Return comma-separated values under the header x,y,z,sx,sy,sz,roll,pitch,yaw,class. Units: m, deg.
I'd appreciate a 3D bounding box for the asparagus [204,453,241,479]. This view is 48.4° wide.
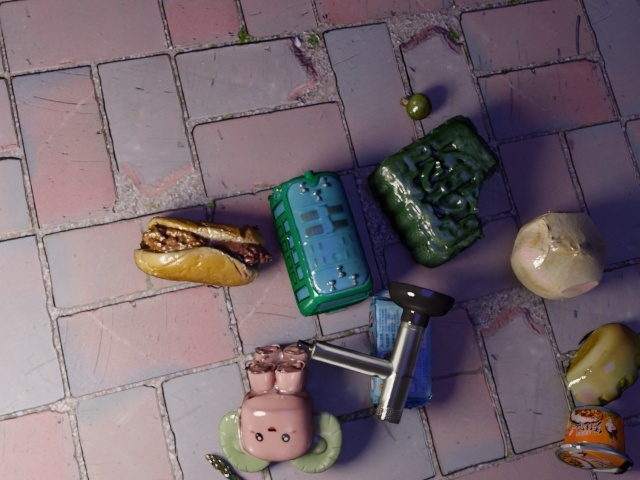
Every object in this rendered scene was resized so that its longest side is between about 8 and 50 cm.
x,y,z,sx,sy,sz,roll,pitch,yaw,class
-0.182,0.575,1.628,0.034,0.027,0.236,-37,87,-26,asparagus

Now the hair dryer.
x,y,z,sx,sy,sz,roll,pitch,yaw,class
0.126,0.221,1.609,0.284,0.155,0.320,29,80,-23,hair dryer

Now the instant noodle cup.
x,y,z,sx,sy,sz,roll,pitch,yaw,class
0.674,0.482,1.748,0.208,0.177,0.126,41,53,-39,instant noodle cup

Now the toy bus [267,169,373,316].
x,y,z,sx,sy,sz,roll,pitch,yaw,class
0.000,0.000,1.698,0.183,0.199,0.344,-15,80,-13,toy bus

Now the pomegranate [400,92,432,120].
x,y,z,sx,sy,sz,roll,pitch,yaw,class
0.253,-0.353,1.891,0.084,0.073,0.073,-10,78,24,pomegranate

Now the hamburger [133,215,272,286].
x,y,z,sx,sy,sz,roll,pitch,yaw,class
-0.289,0.021,1.657,0.282,0.245,0.156,0,80,34,hamburger

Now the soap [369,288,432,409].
x,y,z,sx,sy,sz,roll,pitch,yaw,class
0.196,0.265,1.740,0.156,0.077,0.294,4,77,-9,soap

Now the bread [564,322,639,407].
x,y,z,sx,sy,sz,roll,pitch,yaw,class
0.731,0.318,1.791,0.260,0.156,0.158,-43,87,-15,bread

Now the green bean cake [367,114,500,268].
x,y,z,sx,sy,sz,roll,pitch,yaw,class
0.319,-0.125,1.800,0.307,0.169,0.300,-32,86,-17,green bean cake

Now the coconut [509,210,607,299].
x,y,z,sx,sy,sz,roll,pitch,yaw,class
0.602,0.031,1.788,0.227,0.230,0.227,2,77,-10,coconut

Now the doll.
x,y,z,sx,sy,sz,roll,pitch,yaw,class
-0.090,0.399,1.622,0.284,0.216,0.269,1,103,6,doll
